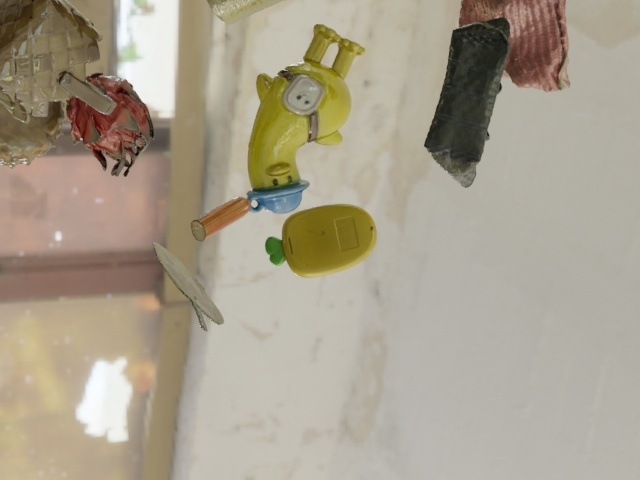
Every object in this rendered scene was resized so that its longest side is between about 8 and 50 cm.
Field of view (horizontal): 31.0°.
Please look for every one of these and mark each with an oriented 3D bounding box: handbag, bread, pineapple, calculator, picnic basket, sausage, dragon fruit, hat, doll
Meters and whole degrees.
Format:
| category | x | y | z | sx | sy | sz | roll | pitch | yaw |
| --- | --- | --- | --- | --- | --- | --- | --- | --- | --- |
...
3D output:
| category | x | y | z | sx | sy | sz | roll | pitch | yaw |
| --- | --- | --- | --- | --- | --- | --- | --- | --- | --- |
| handbag | 0.234 | -0.212 | 1.740 | 0.175 | 0.088 | 0.270 | -7 | 112 | -72 |
| bread | -0.151 | -0.510 | 2.235 | 0.148 | 0.141 | 0.134 | 69 | 21 | 2 |
| pineapple | -0.518 | -0.180 | 1.830 | 0.340 | 0.169 | 0.169 | -12 | -99 | 62 |
| calculator | 0.000 | 0.000 | 2.378 | 0.032 | 0.234 | 0.146 | 52 | 26 | -76 |
| picnic basket | -0.304 | -0.196 | 1.302 | 0.138 | 0.178 | 0.128 | -48 | -127 | 1 |
| sausage | -0.128 | -0.033 | 1.536 | 0.031 | 0.107 | 0.031 | 20 | -54 | 30 |
| dragon fruit | -0.307 | -0.173 | 1.677 | 0.130 | 0.142 | 0.121 | -58 | -147 | -1 |
| hat | 0.322 | -0.396 | 1.880 | 0.236 | 0.107 | 0.286 | 26 | -47 | 36 |
| doll | -0.050 | -0.215 | 2.109 | 0.363 | 0.199 | 0.145 | -64 | -163 | -3 |

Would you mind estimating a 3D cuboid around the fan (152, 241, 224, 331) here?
| category | x | y | z | sx | sy | sz | roll | pitch | yaw |
| --- | --- | --- | --- | --- | --- | --- | --- | --- | --- |
| fan | -0.275 | 0.112 | 2.469 | 0.229 | 0.011 | 0.335 | 48 | 5 | -30 |
